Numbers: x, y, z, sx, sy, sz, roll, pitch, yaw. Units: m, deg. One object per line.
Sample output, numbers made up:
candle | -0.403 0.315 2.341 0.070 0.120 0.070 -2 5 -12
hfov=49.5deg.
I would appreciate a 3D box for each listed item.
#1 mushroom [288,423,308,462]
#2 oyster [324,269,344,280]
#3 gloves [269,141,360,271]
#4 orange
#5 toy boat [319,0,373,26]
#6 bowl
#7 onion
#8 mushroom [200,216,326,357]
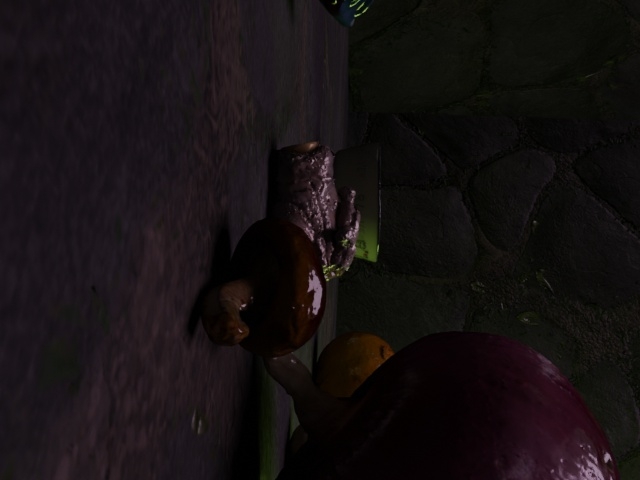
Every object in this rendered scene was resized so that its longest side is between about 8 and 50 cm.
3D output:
mushroom | 0.018 0.317 0.987 0.112 0.148 0.148 120 -23 -60
oyster | 0.000 0.003 1.057 0.345 0.079 0.128 54 30 -80
gloves | -0.007 -0.029 0.708 0.110 0.094 0.144 -105 -175 -60
orange | 0.080 0.312 1.542 0.219 0.193 0.219 -161 -90 -78
toy boat | 0.035 -0.389 0.758 0.142 0.129 0.309 -55 151 -57
bowl | 0.055 -0.077 1.362 0.238 0.126 0.237 3 90 -86
onion | 0.079 0.232 0.650 0.345 0.358 0.358 46 -22 27
mushroom | -0.034 0.040 0.437 0.088 0.073 0.129 -53 -173 22
